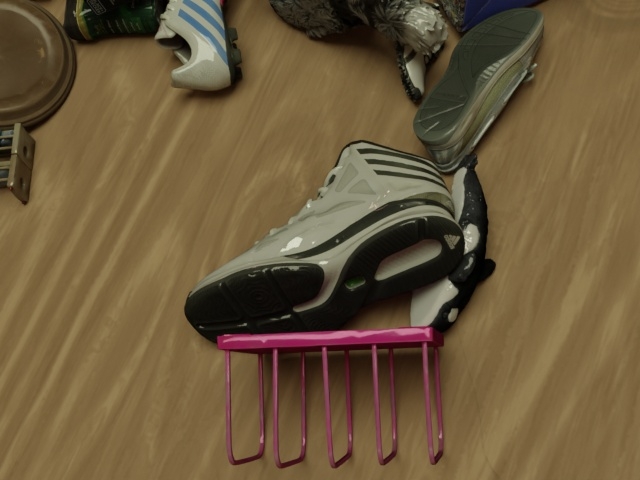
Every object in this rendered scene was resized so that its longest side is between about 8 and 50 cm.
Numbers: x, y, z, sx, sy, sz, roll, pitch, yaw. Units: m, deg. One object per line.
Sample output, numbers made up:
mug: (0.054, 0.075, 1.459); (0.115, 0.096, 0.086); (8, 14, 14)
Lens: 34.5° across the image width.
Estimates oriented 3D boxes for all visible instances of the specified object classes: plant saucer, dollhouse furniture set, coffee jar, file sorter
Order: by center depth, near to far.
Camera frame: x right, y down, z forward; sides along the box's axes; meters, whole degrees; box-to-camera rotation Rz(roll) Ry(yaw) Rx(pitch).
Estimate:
file sorter: (0.024, 0.221, 1.442); (0.290, 0.202, 0.182); (-4, 82, 11)
dollhouse furniture set: (-0.587, -0.152, 1.745); (0.129, 0.184, 0.129); (-5, 65, 8)
plant saucer: (-0.580, -0.328, 1.848); (0.277, 0.041, 0.278); (4, 71, -12)
coffee jar: (-0.378, -0.422, 1.888); (0.184, 0.079, 0.096); (-5, 64, 9)

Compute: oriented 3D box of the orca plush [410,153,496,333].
orca plush: (0.220, 0.018, 1.593); (0.151, 0.102, 0.287); (-27, 46, 49)

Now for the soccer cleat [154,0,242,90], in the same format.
soccer cleat: (-0.231, -0.413, 1.829); (0.143, 0.116, 0.331); (-9, 65, -8)

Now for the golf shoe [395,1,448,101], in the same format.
golf shoe: (0.173, -0.329, 1.746); (0.093, 0.077, 0.198); (-7, 66, 7)

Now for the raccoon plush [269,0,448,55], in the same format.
raccoon plush: (0.091, -0.493, 1.780); (0.446, 0.216, 0.299); (33, 70, 17)

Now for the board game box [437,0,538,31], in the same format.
board game box: (0.277, -0.541, 1.771); (0.232, 0.141, 0.291); (-23, 64, -9)

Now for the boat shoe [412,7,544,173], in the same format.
boat shoe: (0.269, -0.255, 1.693); (0.118, 0.103, 0.320); (18, 63, 38)

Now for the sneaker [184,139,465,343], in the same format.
sneaker: (0.001, 0.001, 1.615); (0.447, 0.169, 0.258); (-20, 37, 14)

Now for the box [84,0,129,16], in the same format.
box: (-0.296, -0.530, 1.810); (0.289, 0.087, 0.169); (-21, 52, 10)
